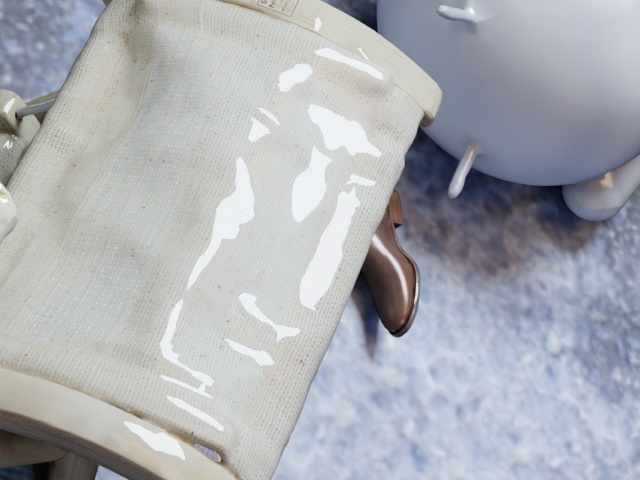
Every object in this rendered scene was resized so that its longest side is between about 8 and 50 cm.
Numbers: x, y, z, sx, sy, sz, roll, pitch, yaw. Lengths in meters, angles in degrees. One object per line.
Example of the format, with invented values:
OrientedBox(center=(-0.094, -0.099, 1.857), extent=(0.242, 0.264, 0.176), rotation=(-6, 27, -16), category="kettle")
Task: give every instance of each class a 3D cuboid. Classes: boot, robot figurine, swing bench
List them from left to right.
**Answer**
OrientedBox(center=(-0.104, 0.026, 0.914), extent=(0.165, 0.255, 0.253), rotation=(35, 52, -15), category="swing bench")
OrientedBox(center=(0.000, 0.000, 1.154), extent=(0.114, 0.037, 0.106), rotation=(16, 47, -34), category="boot")
OrientedBox(center=(0.169, -0.166, 1.250), extent=(0.353, 0.200, 0.300), rotation=(-42, 125, -41), category="robot figurine")

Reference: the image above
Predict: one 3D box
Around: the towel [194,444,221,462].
OrientedBox(center=(-0.064, 0.091, 1.082), extent=(0.083, 0.009, 0.060), rotation=(39, 50, -16), category="towel")

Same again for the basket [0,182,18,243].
OrientedBox(center=(-0.347, 0.005, 0.698), extent=(0.331, 0.328, 0.266), rotation=(47, 48, -13), category="basket")
